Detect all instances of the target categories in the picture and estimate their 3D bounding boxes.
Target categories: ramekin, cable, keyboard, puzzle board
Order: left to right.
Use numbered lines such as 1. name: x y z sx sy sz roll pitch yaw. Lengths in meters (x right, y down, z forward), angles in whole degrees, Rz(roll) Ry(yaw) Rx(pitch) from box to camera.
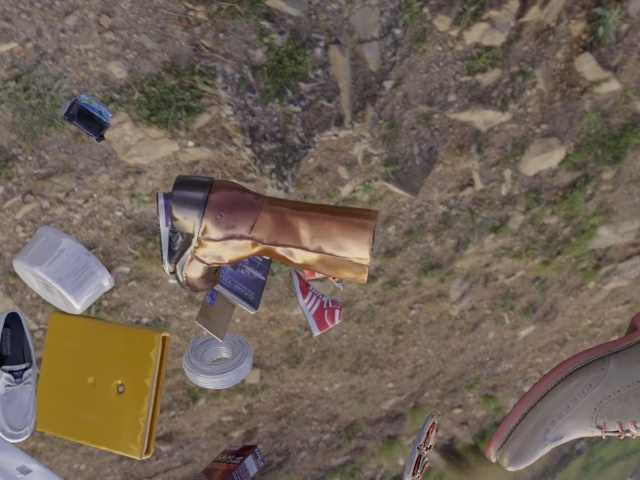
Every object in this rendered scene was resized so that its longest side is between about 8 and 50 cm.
1. keyboard: -0.541 0.416 1.054 0.072 0.014 0.256 -33 129 -7
2. ramekin: -0.781 0.098 1.767 0.135 0.277 0.277 -55 140 -31
3. puzzle board: -0.280 0.195 1.565 0.011 0.128 0.096 -31 119 32
4. cable: -0.378 0.438 2.157 0.257 0.257 0.089 3 119 11

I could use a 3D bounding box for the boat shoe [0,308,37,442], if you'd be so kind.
1. boat shoe: -0.604 0.261 1.144 0.095 0.258 0.084 -6 165 -43

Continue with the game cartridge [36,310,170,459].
1. game cartridge: -0.510 0.325 1.357 0.053 0.324 0.285 17 80 -67

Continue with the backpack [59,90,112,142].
1. backpack: -0.545 -0.295 1.370 0.105 0.114 0.084 35 87 -37

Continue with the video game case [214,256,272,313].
1. video game case: -0.194 0.013 1.322 0.196 0.274 0.026 38 125 -21

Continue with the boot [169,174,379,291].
1. boot: -0.066 0.015 0.864 0.281 0.096 0.264 10 138 -1

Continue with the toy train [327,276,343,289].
1. toy train: 0.083 0.060 1.792 0.143 0.105 0.248 -20 139 15

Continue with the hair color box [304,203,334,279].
1. hair color box: 0.000 0.000 1.064 0.072 0.141 0.043 -9 137 0

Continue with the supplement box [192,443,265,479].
1. supplement box: -0.295 0.721 1.784 0.239 0.130 0.073 -34 107 -52

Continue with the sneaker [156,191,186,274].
1. sneaker: -0.396 -0.013 1.675 0.124 0.107 0.283 -5 132 -15

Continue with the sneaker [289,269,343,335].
1. sneaker: -0.004 0.093 0.966 0.067 0.042 0.118 -23 105 -2

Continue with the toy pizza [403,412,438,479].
1. toy pizza: 0.265 0.539 1.501 0.201 0.032 0.201 -46 147 -44

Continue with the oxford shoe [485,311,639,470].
1. oxford shoe: 0.370 0.199 0.731 0.348 0.130 0.123 -36 145 3
